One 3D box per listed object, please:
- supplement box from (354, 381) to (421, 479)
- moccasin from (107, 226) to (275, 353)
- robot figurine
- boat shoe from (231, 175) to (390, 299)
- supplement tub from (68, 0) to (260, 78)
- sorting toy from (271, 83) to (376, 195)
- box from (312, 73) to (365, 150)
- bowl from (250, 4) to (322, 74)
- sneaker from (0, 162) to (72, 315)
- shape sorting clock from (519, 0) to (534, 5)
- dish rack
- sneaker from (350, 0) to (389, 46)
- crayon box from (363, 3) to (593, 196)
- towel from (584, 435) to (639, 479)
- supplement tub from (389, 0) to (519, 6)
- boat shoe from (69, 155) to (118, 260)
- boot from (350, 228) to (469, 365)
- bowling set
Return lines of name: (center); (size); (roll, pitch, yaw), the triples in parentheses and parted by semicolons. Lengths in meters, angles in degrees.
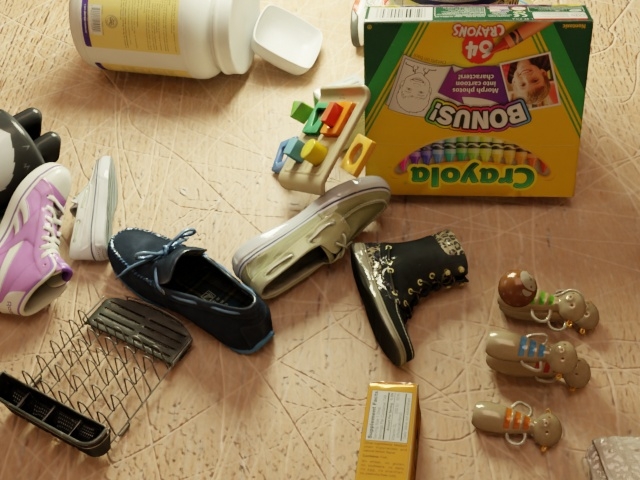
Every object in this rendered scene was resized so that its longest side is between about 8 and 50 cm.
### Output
supplement box: (0.091, 0.310, 1.273); (0.080, 0.078, 0.233); (4, 48, 13)
moccasin: (-0.208, 0.050, 1.505); (0.342, 0.116, 0.137); (24, 55, 24)
robot figurine: (-0.601, -0.127, 1.662); (0.278, 0.173, 0.209); (-36, 47, -25)
boat shoe: (0.000, 0.000, 1.550); (0.302, 0.109, 0.094); (-32, 58, -11)
supplement tub: (-0.309, -0.453, 1.886); (0.332, 0.241, 0.241); (7, 49, 11)
sorting toy: (-0.006, -0.178, 1.584); (0.348, 0.047, 0.196); (16, 81, 63)
box: (0.052, -0.242, 1.764); (0.102, 0.087, 0.101); (-24, 50, -15)
bowl: (-0.075, -0.408, 1.923); (0.142, 0.053, 0.142); (27, 50, -12)
sneaker: (-0.461, 0.003, 1.573); (0.161, 0.102, 0.282); (14, 67, 22)
shape sorting clock: (0.354, -0.480, 1.982); (0.206, 0.040, 0.206); (-1, 51, 1)
dish rack: (-0.336, 0.188, 1.423); (0.208, 0.074, 0.271); (22, 53, 22)
sneaker: (0.163, -0.504, 1.989); (0.145, 0.090, 0.270); (10, 47, 17)
crayon box: (0.257, -0.234, 1.581); (0.363, 0.313, 0.106); (1, 29, 7)
towel: (0.502, 0.341, 1.227); (0.282, 0.049, 0.187); (-3, 49, 2)
supplement tub: (0.245, -0.398, 1.727); (0.236, 0.324, 0.235); (-3, 48, 3)
boat shoe: (-0.406, -0.062, 1.646); (0.076, 0.083, 0.226); (-5, 49, -1)
boot: (0.157, 0.079, 1.470); (0.179, 0.085, 0.236); (-12, 48, -9)
bowling set: (0.320, 0.140, 1.332); (0.154, 0.199, 0.287); (11, 54, 13)
